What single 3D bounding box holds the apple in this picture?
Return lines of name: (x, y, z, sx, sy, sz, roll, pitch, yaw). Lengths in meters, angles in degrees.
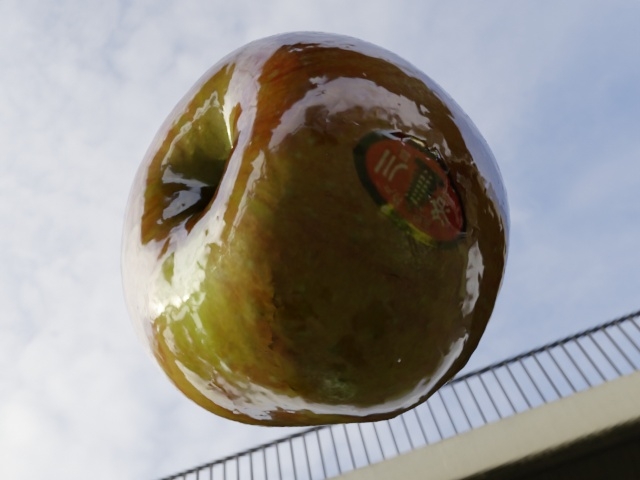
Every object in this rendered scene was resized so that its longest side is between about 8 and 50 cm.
apple: (0.000, 0.000, 0.866, 0.333, 0.400, 0.400, 31, -73, -34)
